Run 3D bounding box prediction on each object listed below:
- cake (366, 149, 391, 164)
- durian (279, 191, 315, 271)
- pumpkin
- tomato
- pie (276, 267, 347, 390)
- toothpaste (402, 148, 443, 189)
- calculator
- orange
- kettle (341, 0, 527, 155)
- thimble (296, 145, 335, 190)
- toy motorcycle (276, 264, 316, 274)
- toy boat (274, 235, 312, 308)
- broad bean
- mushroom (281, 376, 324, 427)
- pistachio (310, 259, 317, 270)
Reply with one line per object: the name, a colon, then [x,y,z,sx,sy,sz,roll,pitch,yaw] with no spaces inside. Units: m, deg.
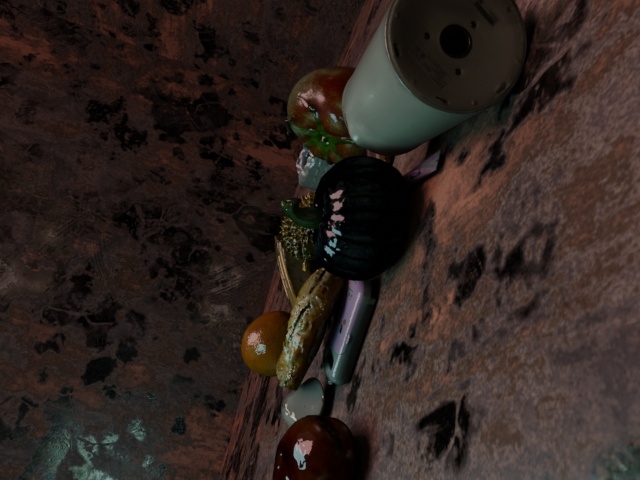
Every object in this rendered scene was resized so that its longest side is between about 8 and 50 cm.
cake: [0.164,-0.296,1.249,0.116,0.112,0.296,139,135,-75]
durian: [-0.007,-0.031,1.371,0.137,0.193,0.238,164,117,-68]
pumpkin: [0.042,-0.046,0.957,0.248,0.247,0.248,-162,90,-80]
tomato: [0.058,-0.382,1.478,0.239,0.303,0.303,-59,4,-24]
pie: [-0.018,0.184,1.122,0.308,0.085,0.309,23,-90,-80]
toothpaste: [0.185,-0.127,0.931,0.045,0.028,0.170,-68,10,-16]
calculator: [0.058,0.189,1.034,0.141,0.045,0.246,-138,66,-80]
orange: [-0.141,0.315,1.500,0.206,0.205,0.206,-162,90,-80]
kettle: [0.170,-0.293,0.811,0.318,0.204,0.265,158,126,-81]
thimble: [0.011,-0.278,1.763,0.250,0.171,0.205,126,158,-57]
toy motorcycle: [-0.063,0.115,1.609,0.190,0.106,0.074,3,46,46]
toy boat: [-0.073,0.115,1.479,0.115,0.089,0.311,121,135,-58]
broad bean: [-0.011,0.392,0.836,0.156,0.121,0.229,57,141,44]
mushroom: [-0.040,0.386,1.136,0.116,0.093,0.225,-58,-7,-25]
pistachio: [-0.054,0.066,1.701,0.149,0.112,0.113,137,149,-74]
